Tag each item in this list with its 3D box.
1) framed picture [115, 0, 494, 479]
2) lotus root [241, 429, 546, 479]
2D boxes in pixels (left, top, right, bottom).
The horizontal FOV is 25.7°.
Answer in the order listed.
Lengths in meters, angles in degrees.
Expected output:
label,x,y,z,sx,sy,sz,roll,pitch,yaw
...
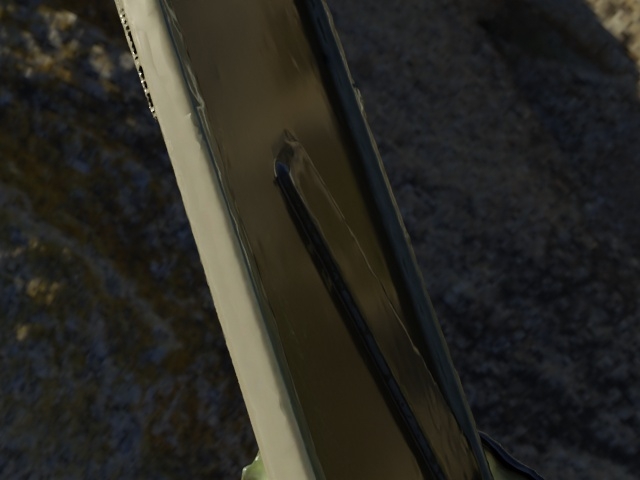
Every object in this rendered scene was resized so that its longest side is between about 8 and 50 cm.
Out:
label,x,y,z,sx,sy,sz,roll,pitch,yaw
framed picture,0.000,0.000,0.614,0.247,0.022,0.335,11,59,-70
lotus root,0.051,0.178,0.768,0.203,0.183,0.078,33,11,25
